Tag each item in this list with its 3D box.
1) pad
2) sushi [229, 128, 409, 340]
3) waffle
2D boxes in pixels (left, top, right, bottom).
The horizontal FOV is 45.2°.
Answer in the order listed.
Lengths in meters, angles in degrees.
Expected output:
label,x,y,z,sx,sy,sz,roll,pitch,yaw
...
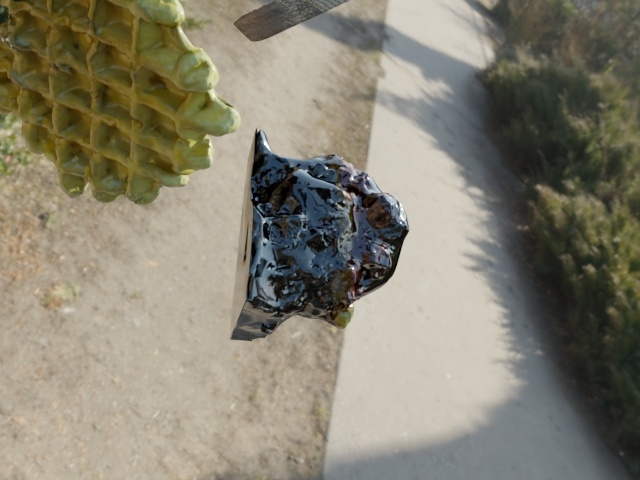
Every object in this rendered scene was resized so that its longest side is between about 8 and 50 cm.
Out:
label,x,y,z,sx,sy,sz,roll,pitch,yaw
pad,0.008,-0.351,1.074,0.055,0.250,0.323,65,-5,-13
sushi,0.000,0.000,0.745,0.150,0.153,0.172,6,69,-10
waffle,-0.192,-0.137,0.619,0.250,0.261,0.056,59,42,-24
